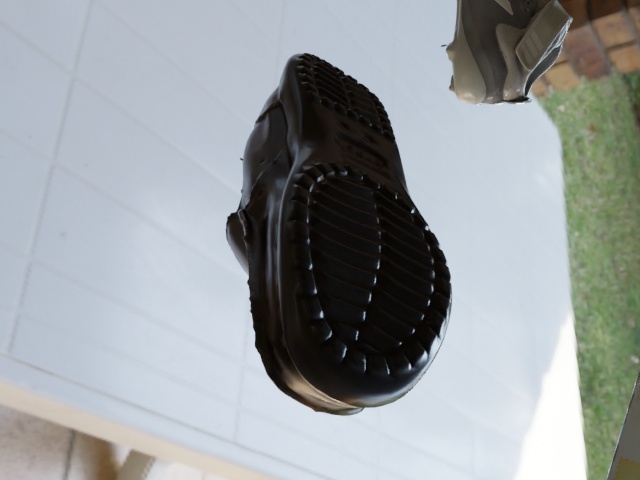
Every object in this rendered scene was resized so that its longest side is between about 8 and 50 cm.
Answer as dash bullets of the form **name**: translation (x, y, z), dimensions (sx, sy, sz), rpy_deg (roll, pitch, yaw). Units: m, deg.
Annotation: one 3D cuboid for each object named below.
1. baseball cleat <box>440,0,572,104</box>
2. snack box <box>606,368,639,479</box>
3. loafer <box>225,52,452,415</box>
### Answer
- **baseball cleat**: translation (0.162, -0.219, 0.779), dimensions (0.072, 0.110, 0.205), rpy_deg (-26, 118, -65)
- **snack box**: translation (0.334, 0.275, 0.798), dimensions (0.321, 0.187, 0.060), rpy_deg (-63, 157, -24)
- **loafer**: translation (0.000, 0.000, 0.407), dimensions (0.080, 0.078, 0.220), rpy_deg (28, 31, -19)
